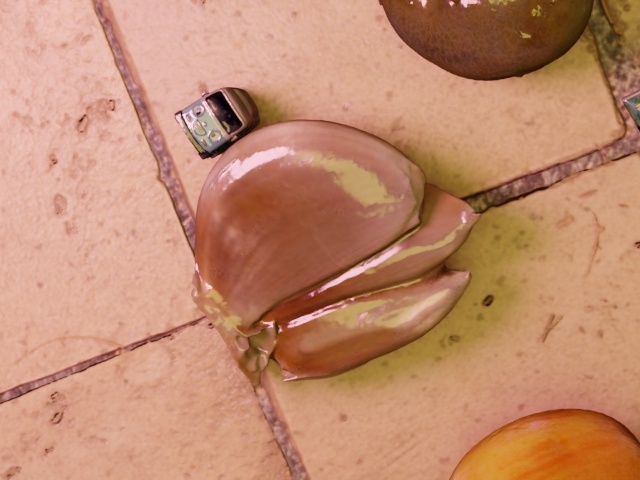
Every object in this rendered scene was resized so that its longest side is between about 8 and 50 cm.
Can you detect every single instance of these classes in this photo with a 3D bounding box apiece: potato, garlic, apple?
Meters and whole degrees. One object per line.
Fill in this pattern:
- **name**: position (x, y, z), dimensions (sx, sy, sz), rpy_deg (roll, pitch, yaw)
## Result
- **potato**: position (0.166, -0.260, 1.692), dimensions (0.235, 0.160, 0.178), rpy_deg (28, 76, 18)
- **garlic**: position (0.000, 0.001, 1.748), dimensions (0.325, 0.132, 0.279), rpy_deg (-33, 107, 11)
- **apple**: position (0.261, 0.309, 1.688), dimensions (0.233, 0.286, 0.286), rpy_deg (-29, 92, 4)

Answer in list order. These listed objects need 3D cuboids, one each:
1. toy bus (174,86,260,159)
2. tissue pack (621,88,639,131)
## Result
- **toy bus**: position (-0.107, -0.129, 1.760), dimensions (0.075, 0.123, 0.060), rpy_deg (-33, 91, 7)
- **tissue pack**: position (0.376, -0.119, 1.710), dimensions (0.085, 0.079, 0.111), rpy_deg (-29, 92, 11)
